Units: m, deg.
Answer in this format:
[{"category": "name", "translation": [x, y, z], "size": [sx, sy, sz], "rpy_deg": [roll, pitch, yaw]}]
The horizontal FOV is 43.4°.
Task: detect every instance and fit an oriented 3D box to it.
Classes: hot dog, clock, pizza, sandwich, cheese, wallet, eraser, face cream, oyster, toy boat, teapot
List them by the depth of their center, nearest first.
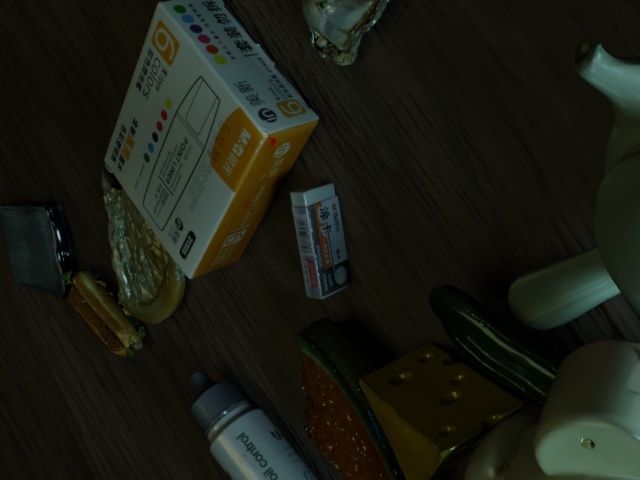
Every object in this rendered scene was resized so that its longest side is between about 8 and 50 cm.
[{"category": "teapot", "translation": [0.261, 0.010, 0.571], "size": [0.220, 0.149, 0.318], "rpy_deg": [54, 161, 34]}, {"category": "clock", "translation": [0.248, 0.246, 0.646], "size": [0.284, 0.114, 0.309], "rpy_deg": [33, 136, 2]}, {"category": "toy boat", "translation": [0.182, 0.109, 0.714], "size": [0.210, 0.052, 0.104], "rpy_deg": [35, 169, 16]}, {"category": "cheese", "translation": [0.120, 0.168, 0.759], "size": [0.126, 0.093, 0.171], "rpy_deg": [64, 167, 4]}, {"category": "oyster", "translation": [0.024, -0.247, 0.774], "size": [0.108, 0.053, 0.165], "rpy_deg": [40, 126, 3]}, {"category": "eraser", "translation": [0.000, 0.000, 0.894], "size": [0.029, 0.052, 0.122], "rpy_deg": [3, 107, 43]}, {"category": "sandwich", "translation": [0.058, 0.207, 0.907], "size": [0.235, 0.079, 0.159], "rpy_deg": [49, 144, 26]}, {"category": "face cream", "translation": [-0.079, 0.292, 1.062], "size": [0.311, 0.092, 0.092], "rpy_deg": [48, 133, 23]}, {"category": "pizza", "translation": [-0.266, -0.002, 1.176], "size": [0.181, 0.034, 0.262], "rpy_deg": [-4, 102, 47]}, {"category": "hot dog", "translation": [-0.347, 0.113, 1.287], "size": [0.188, 0.055, 0.072], "rpy_deg": [45, 129, 24]}, {"category": "wallet", "translation": [-0.501, 0.014, 1.421], "size": [0.222, 0.036, 0.167], "rpy_deg": [3, 108, 47]}]

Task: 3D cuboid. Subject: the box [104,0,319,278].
[{"category": "box", "translation": [-0.142, -0.120, 0.962], "size": [0.221, 0.091, 0.274], "rpy_deg": [50, 135, 18]}]
